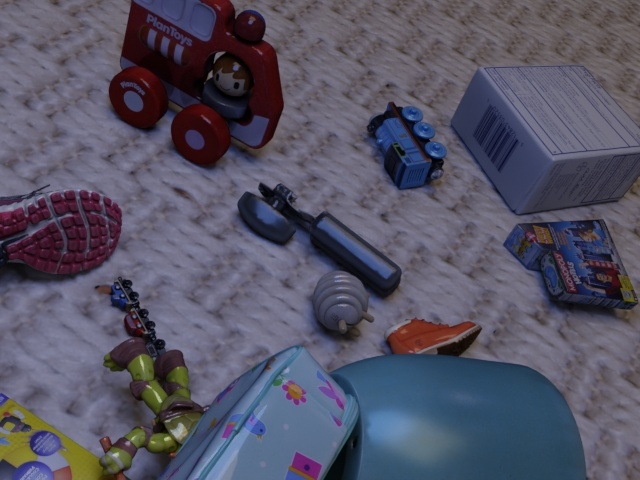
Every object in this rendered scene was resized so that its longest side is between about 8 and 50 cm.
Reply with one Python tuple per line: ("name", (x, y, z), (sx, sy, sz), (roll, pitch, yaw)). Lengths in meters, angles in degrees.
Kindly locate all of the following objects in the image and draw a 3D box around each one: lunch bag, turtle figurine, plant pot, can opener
("lunch bag", (-0.090, 0.239, 0.813), (0.108, 0.224, 0.279), (42, 49, -5))
("turtle figurine", (-0.179, 0.211, 0.990), (0.269, 0.087, 0.217), (10, 33, -43))
("plant pot", (0.100, 0.256, 0.928), (0.235, 0.293, 0.293), (17, 43, -24))
("can opener", (0.000, 0.000, 1.335), (0.280, 0.074, 0.093), (33, 79, 12))

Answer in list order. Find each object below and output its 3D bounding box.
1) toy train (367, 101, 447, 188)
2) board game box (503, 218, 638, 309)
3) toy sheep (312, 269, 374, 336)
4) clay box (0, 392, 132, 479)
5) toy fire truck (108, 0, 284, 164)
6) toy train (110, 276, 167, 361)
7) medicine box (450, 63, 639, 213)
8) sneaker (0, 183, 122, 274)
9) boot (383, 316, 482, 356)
("toy train", (0.156, -0.178, 1.555), (0.105, 0.080, 0.184), (-10, 53, -23))
("board game box", (0.427, 0.038, 1.475), (0.194, 0.060, 0.194), (8, 46, -15))
("toy sheep", (0.031, 0.092, 1.236), (0.091, 0.091, 0.132), (11, 27, -13))
("clay box", (-0.309, 0.280, 0.933), (0.222, 0.053, 0.127), (30, 44, 7))
("toy fire truck", (-0.194, -0.289, 1.381), (0.302, 0.254, 0.169), (31, 44, 7))
("toy train", (-0.246, 0.113, 1.141), (0.036, 0.027, 0.158), (-22, 60, -24))
("medicine box", (0.453, -0.206, 1.654), (0.289, 0.149, 0.263), (-7, 52, -29))
("sneaker", (-0.412, -0.021, 1.139), (0.299, 0.121, 0.112), (-4, 19, -36))
("boot", (0.170, 0.141, 1.270), (0.158, 0.059, 0.084), (-15, 51, -32))
